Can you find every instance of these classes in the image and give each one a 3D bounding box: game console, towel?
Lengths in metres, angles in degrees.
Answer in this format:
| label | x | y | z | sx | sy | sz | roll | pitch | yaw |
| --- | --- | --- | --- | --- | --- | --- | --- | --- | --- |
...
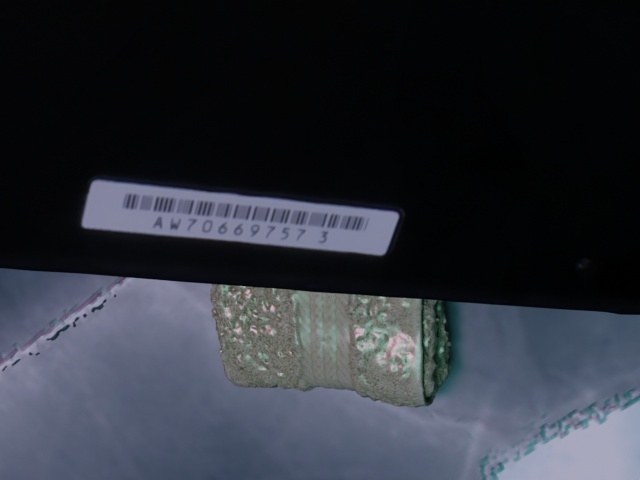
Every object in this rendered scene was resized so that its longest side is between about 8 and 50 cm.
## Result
| label | x | y | z | sx | sy | sz | roll | pitch | yaw |
| --- | --- | --- | --- | --- | --- | --- | --- | --- | --- |
| game console | 0.008 | -0.136 | 0.344 | 0.386 | 0.060 | 0.342 | 5 | 122 | -21 |
| towel | 0.000 | 0.000 | 0.522 | 0.110 | 0.027 | 0.148 | 4 | 112 | 18 |
